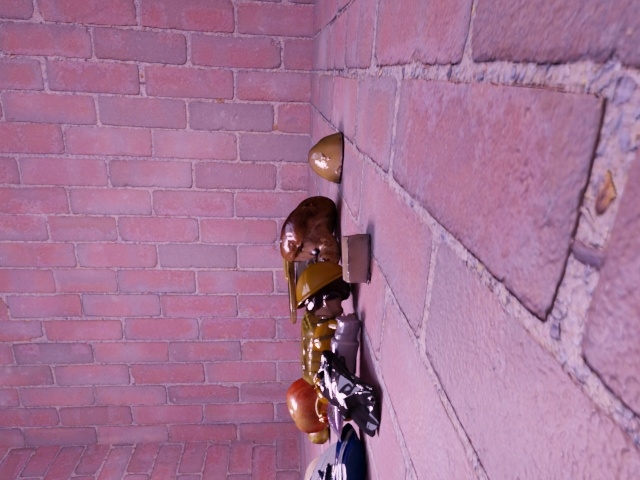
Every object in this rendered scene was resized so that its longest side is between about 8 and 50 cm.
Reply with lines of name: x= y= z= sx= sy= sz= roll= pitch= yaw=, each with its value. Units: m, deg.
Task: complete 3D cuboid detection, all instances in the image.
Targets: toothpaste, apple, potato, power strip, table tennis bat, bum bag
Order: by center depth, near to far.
bum bag: x=0.059 y=0.348 z=1.066 sx=0.248 sy=0.059 sz=0.123 roll=-160 pitch=72 yaw=-66
potato: x=0.086 y=0.044 z=1.109 sx=0.086 sy=0.061 sz=0.122 roll=-179 pitch=89 yaw=-82
toothpaste: x=0.052 y=0.349 z=1.188 sx=0.114 sy=0.073 sz=0.300 roll=-164 pitch=81 yaw=-73
potato: x=0.015 y=-0.292 z=1.616 sx=0.202 sy=0.117 sz=0.182 roll=-132 pitch=46 yaw=-83
apple: x=-0.033 y=0.606 z=1.705 sx=0.209 sy=0.164 sz=0.210 roll=160 pitch=90 yaw=-74
power strip: x=-0.029 y=0.143 z=1.855 sx=0.140 sy=0.139 sz=0.224 roll=-95 pitch=8 yaw=-52
table tennis bat: x=-0.118 y=0.177 z=1.856 sx=0.198 sy=0.050 sz=0.321 roll=99 pitch=165 yaw=-61

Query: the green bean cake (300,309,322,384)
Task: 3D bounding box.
green bean cake: x=-0.009 y=0.386 z=1.702 sx=0.233 sy=0.124 sz=0.236 roll=-114 pitch=24 yaw=-77

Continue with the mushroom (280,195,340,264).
mushroom: x=-0.024 y=-0.014 z=1.656 sx=0.255 sy=0.267 sz=0.267 roll=57 pitch=176 yaw=-4

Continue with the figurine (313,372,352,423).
figurine: x=0.035 y=0.463 z=1.301 sx=0.176 sy=0.121 sz=0.122 roll=18 pitch=84 yaw=61

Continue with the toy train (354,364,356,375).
toy train: x=0.088 y=0.328 z=1.260 sx=0.017 sy=0.017 sz=0.083 roll=-119 pitch=30 yaw=-83

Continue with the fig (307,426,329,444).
fig: x=-0.022 y=0.742 z=1.854 sx=0.166 sy=0.093 sz=0.093 roll=-129 pitch=37 yaw=-55

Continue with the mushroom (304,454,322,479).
mushroom: x=0.024 y=0.702 z=1.352 sx=0.154 sy=0.122 sz=0.154 roll=-44 pitch=15 yaw=15

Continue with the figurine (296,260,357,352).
figurine: x=0.014 y=0.185 z=1.298 sx=0.192 sy=0.167 sz=0.257 roll=136 pitch=133 yaw=-63

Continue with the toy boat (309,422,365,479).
toy boat: x=0.031 y=0.613 z=1.171 sx=0.292 sy=0.070 sz=0.210 roll=-60 pitch=14 yaw=26
